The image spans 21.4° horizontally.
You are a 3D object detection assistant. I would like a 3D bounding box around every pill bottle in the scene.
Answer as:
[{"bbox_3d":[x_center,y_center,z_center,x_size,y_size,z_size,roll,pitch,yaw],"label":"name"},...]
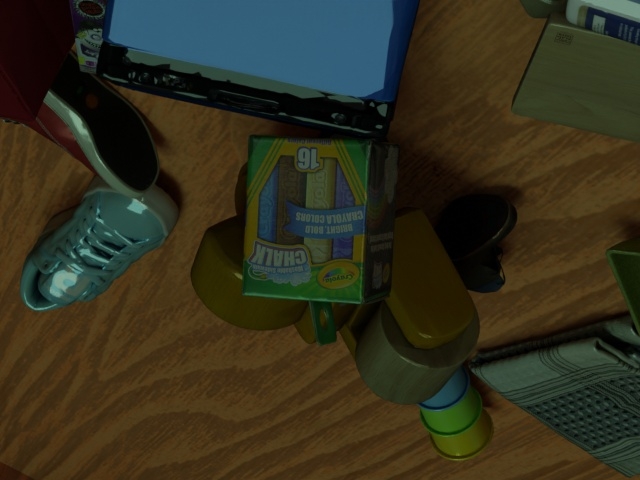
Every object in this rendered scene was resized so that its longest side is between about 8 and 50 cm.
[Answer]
[{"bbox_3d":[0.296,-0.200,1.395,0.169,0.094,0.094,20,152,12],"label":"pill bottle"}]

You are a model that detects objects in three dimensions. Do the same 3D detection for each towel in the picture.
[{"bbox_3d":[0.397,0.215,2.188,0.312,0.056,0.324,36,150,-20],"label":"towel"}]

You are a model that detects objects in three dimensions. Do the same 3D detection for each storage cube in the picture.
[{"bbox_3d":[-0.384,-0.267,1.828,0.215,0.183,0.193,10,151,24],"label":"storage cube"}]

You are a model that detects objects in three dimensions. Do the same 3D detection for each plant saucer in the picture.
[{"bbox_3d":[0.433,0.056,1.890,0.188,0.045,0.188,6,148,30],"label":"plant saucer"}]

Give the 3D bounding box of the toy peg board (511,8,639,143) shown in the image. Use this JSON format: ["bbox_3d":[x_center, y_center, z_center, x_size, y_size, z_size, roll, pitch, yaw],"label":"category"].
[{"bbox_3d":[0.272,-0.168,1.533,0.161,0.079,0.160,13,154,-1],"label":"toy peg board"}]

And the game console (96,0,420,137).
[{"bbox_3d":[-0.061,-0.211,1.678,0.293,0.173,0.250,13,-178,-2],"label":"game console"}]

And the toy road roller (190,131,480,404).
[{"bbox_3d":[0.002,0.049,1.923,0.329,0.241,0.202,59,158,16],"label":"toy road roller"}]

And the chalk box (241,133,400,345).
[{"bbox_3d":[0.000,0.000,1.745,0.132,0.213,0.132,5,-177,15],"label":"chalk box"}]

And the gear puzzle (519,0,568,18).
[{"bbox_3d":[0.225,-0.262,1.510,0.339,0.044,0.175,5,149,38],"label":"gear puzzle"}]

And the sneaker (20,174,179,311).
[{"bbox_3d":[-0.309,0.021,2.308,0.135,0.150,0.366,31,152,-15],"label":"sneaker"}]

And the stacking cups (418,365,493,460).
[{"bbox_3d":[0.161,0.181,2.283,0.096,0.096,0.316,10,148,25],"label":"stacking cups"}]

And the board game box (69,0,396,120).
[{"bbox_3d":[-0.085,-0.221,1.743,0.347,0.056,0.208,9,147,3],"label":"board game box"}]

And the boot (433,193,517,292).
[{"bbox_3d":[0.190,0.006,1.993,0.106,0.082,0.219,13,156,-27],"label":"boot"}]

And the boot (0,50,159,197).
[{"bbox_3d":[-0.323,-0.143,2.106,0.176,0.088,0.244,-9,130,47],"label":"boot"}]
